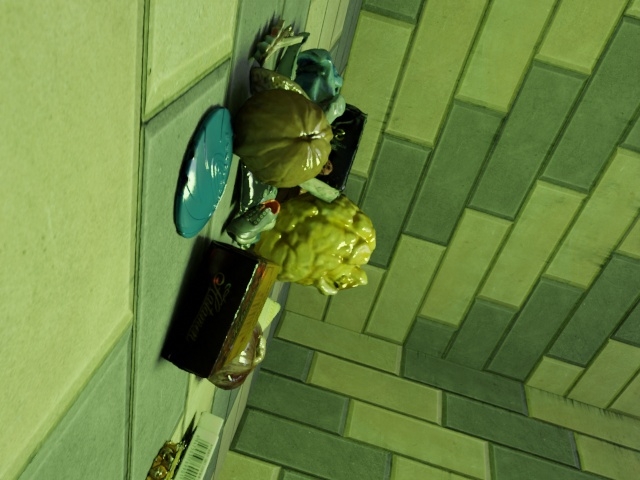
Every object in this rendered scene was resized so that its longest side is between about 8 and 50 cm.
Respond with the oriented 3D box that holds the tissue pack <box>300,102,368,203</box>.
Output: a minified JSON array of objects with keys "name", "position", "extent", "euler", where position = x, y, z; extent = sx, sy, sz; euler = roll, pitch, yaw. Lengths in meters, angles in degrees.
[{"name":"tissue pack","position":[-0.007,-0.305,1.634],"extent":[0.123,0.245,0.332],"euler":[-43,-156,56]}]

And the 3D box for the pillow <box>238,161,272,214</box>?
[{"name":"pillow","position":[-0.156,-0.154,1.340],"extent":[0.208,0.055,0.141],"euler":[-58,153,-63]}]

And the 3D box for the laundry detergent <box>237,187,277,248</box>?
[{"name":"laundry detergent","position":[-0.178,-0.067,1.466],"extent":[0.097,0.061,0.206],"euler":[83,24,-68]}]

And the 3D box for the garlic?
[{"name":"garlic","position":[-0.244,0.327,1.574],"extent":[0.245,0.160,0.245],"euler":[-156,-90,-85]}]

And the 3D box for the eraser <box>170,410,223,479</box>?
[{"name":"eraser","position":[-0.369,0.648,1.575],"extent":[0.130,0.086,0.287],"euler":[-62,-175,27]}]

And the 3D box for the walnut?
[{"name":"walnut","position":[-0.081,-0.203,1.080],"extent":[0.213,0.213,0.213],"euler":[17,90,-88]}]

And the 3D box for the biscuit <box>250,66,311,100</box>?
[{"name":"biscuit","position":[-0.081,-0.285,1.217],"extent":[0.290,0.141,0.038],"euler":[97,-4,-66]}]

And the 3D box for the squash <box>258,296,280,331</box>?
[{"name":"squash","position":[-0.253,0.314,1.825],"extent":[0.203,0.111,0.289],"euler":[48,49,-56]}]

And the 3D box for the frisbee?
[{"name":"frisbee","position":[-0.192,-0.115,0.963],"extent":[0.242,0.045,0.242],"euler":[18,90,-88]}]

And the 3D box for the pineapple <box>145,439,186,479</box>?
[{"name":"pineapple","position":[-0.396,0.591,1.350],"extent":[0.221,0.047,0.221],"euler":[20,90,-90]}]

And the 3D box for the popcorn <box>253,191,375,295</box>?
[{"name":"popcorn","position":[-0.019,-0.008,1.760],"extent":[0.344,0.390,0.354],"euler":[-102,-147,-59]}]

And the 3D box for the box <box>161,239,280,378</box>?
[{"name":"box","position":[-0.209,0.147,1.260],"extent":[0.415,0.115,0.264],"euler":[45,69,-86]}]

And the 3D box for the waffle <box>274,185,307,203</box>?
[{"name":"waffle","position":[-0.117,-0.156,2.054],"extent":[0.213,0.091,0.308],"euler":[105,4,-51]}]

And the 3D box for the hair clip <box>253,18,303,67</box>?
[{"name":"hair clip","position":[-0.094,-0.412,1.117],"extent":[0.062,0.056,0.214],"euler":[-54,-178,38]}]

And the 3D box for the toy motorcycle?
[{"name":"toy motorcycle","position":[-0.021,-0.380,1.404],"extent":[0.241,0.182,0.319],"euler":[102,6,-67]}]

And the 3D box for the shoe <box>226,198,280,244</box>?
[{"name":"shoe","position":[-0.163,-0.054,1.335],"extent":[0.077,0.074,0.194],"euler":[-57,170,27]}]
